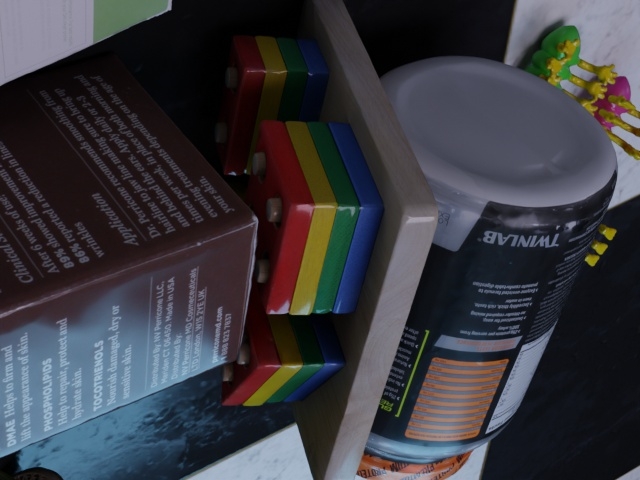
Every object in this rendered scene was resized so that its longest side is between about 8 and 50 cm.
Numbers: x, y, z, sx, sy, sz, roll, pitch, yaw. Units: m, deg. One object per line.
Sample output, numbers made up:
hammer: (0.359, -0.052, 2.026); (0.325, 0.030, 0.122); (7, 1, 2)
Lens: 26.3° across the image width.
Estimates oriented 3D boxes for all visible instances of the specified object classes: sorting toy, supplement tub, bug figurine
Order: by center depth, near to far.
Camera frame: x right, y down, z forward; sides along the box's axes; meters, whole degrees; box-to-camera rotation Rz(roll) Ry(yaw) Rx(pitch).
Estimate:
sorting toy: (-0.025, -0.001, 0.956); (0.089, 0.257, 0.256); (0, 130, -18)
supplement tub: (0.091, 0.034, 1.061); (0.193, 0.193, 0.316); (-15, 139, -34)
bug figurine: (0.197, -0.077, 1.238); (0.279, 0.072, 0.216); (26, 102, -49)

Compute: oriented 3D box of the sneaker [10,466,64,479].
sneaker: (-0.263, 0.257, 1.172); (0.188, 0.066, 0.071); (-51, 162, 22)

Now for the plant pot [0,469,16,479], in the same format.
plant pot: (-0.322, 0.310, 1.012); (0.274, 0.274, 0.294); (15, 102, -51)

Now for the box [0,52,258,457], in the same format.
box: (-0.247, 0.035, 0.811); (0.381, 0.191, 0.143); (-19, 140, -30)

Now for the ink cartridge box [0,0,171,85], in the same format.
ink cartridge box: (-0.189, -0.148, 0.752); (0.235, 0.056, 0.171); (-32, 161, -24)
